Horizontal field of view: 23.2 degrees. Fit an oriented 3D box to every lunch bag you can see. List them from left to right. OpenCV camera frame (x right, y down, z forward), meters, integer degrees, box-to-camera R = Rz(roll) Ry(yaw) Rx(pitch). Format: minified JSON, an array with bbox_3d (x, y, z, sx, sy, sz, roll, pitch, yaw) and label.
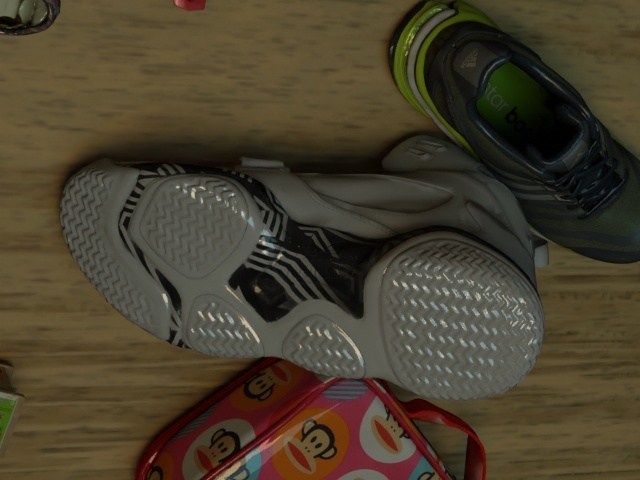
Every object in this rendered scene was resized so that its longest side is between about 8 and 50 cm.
[{"bbox_3d":[0.018,0.226,1.280,0.258,0.120,0.293,-36,118,-5],"label":"lunch bag"}]

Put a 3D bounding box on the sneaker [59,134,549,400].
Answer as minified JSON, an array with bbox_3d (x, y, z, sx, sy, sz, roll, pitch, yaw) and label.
[{"bbox_3d":[0.000,0.000,1.179,0.366,0.210,0.137,15,115,11],"label":"sneaker"}]

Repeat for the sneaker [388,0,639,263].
[{"bbox_3d":[0.181,-0.067,1.228,0.300,0.121,0.111,36,95,-29],"label":"sneaker"}]

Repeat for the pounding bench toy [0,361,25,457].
[{"bbox_3d":[-0.271,0.117,1.154,0.083,0.065,0.052,16,105,-26],"label":"pounding bench toy"}]

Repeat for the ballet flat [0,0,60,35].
[{"bbox_3d":[-0.277,-0.178,1.029,0.222,0.079,0.076,9,107,-24],"label":"ballet flat"}]

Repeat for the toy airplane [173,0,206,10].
[{"bbox_3d":[-0.066,-0.237,1.116,0.151,0.028,0.151,-2,95,-21],"label":"toy airplane"}]
